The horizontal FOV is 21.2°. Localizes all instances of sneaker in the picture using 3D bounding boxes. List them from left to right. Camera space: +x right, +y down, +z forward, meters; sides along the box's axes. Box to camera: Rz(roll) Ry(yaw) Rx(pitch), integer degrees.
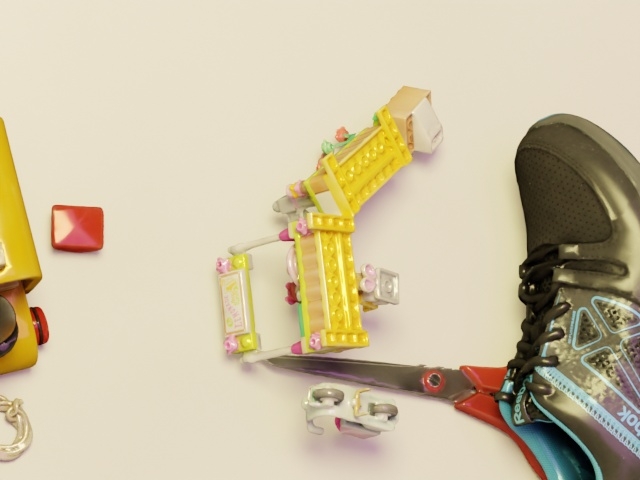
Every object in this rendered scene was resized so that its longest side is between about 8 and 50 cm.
[{"bbox_3d":[0.195,0.071,1.248,0.140,0.125,0.340,-11,78,-21],"label":"sneaker"}]

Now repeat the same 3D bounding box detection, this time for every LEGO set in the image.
[{"bbox_3d":[0.000,0.000,1.243,0.132,0.107,0.287,33,54,-39],"label":"LEGO set"}]

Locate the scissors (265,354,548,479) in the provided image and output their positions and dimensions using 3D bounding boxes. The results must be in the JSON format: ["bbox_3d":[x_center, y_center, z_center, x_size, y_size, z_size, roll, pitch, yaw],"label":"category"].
[{"bbox_3d":[0.102,0.101,1.286,0.297,0.021,0.109,23,70,-11],"label":"scissors"}]

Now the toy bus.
[{"bbox_3d":[-0.237,0.017,1.138,0.202,0.104,0.191,32,69,-9],"label":"toy bus"}]
